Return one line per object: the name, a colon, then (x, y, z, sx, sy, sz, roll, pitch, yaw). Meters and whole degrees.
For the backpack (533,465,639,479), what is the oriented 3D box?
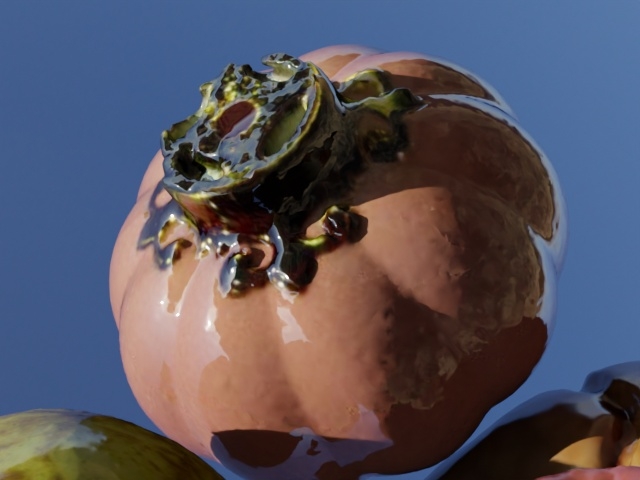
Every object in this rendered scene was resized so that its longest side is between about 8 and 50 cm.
backpack: (0.108, 0.159, 0.279, 0.138, 0.229, 0.229, 29, -128, -19)

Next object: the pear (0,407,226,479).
pear: (-0.139, 0.226, 0.523, 0.283, 0.283, 0.284, 13, -124, -20)

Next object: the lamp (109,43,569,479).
lamp: (0.000, 0.000, 0.681, 0.240, 0.305, 0.305, 56, -143, -43)

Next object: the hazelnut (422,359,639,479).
hazelnut: (0.198, 0.242, 0.690, 0.372, 0.372, 0.316, -16, -98, -34)
